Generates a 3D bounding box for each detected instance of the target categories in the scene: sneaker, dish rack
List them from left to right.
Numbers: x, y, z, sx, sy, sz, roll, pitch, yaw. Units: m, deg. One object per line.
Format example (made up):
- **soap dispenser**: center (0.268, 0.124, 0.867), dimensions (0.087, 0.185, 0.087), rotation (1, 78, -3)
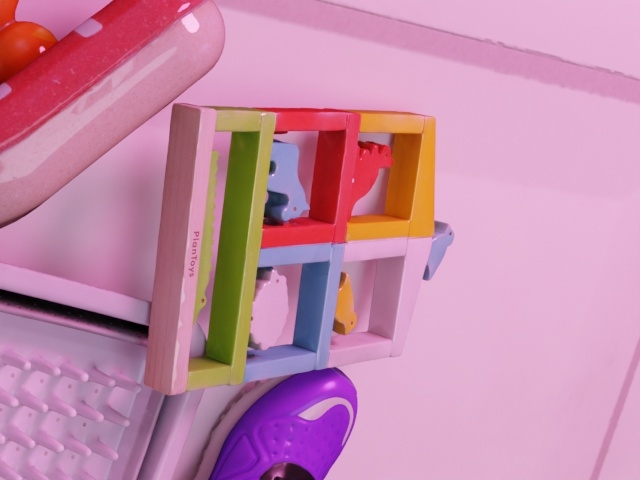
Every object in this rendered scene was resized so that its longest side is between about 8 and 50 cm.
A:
- **dish rack**: center (-0.229, 0.174, 0.868), dimensions (0.286, 0.072, 0.332), rotation (20, 91, -47)
- **sneaker**: center (-0.050, 0.232, 1.012), dimensions (0.293, 0.146, 0.102), rotation (-50, 131, -7)

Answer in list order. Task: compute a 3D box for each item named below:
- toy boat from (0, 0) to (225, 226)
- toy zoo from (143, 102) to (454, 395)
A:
- **toy boat**: center (-0.179, -0.105, 0.792), dimensions (0.231, 0.151, 0.151), rotation (-41, 98, -17)
- **toy zoo**: center (0.000, 0.000, 0.983), dimensions (0.293, 0.030, 0.192), rotation (-5, 106, -48)
